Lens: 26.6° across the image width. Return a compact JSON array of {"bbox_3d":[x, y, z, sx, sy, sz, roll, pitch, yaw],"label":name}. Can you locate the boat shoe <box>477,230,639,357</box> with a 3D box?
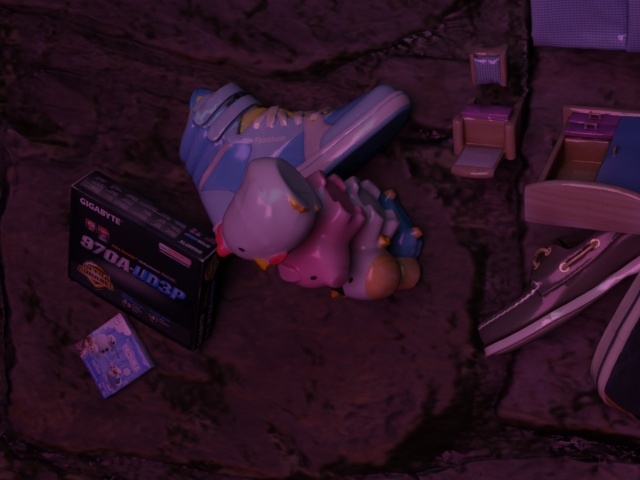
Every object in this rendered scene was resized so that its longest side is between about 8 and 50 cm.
[{"bbox_3d":[0.310,0.033,1.613,0.305,0.109,0.091,-34,80,14],"label":"boat shoe"}]

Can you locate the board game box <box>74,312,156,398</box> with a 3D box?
[{"bbox_3d":[-0.288,0.161,1.901,0.090,0.020,0.090,-35,80,18],"label":"board game box"}]

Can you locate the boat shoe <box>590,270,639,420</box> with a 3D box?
[{"bbox_3d":[0.451,0.016,1.452,0.156,0.187,0.500,46,131,37],"label":"boat shoe"}]

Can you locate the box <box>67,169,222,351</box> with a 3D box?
[{"bbox_3d":[-0.237,0.028,1.815,0.220,0.051,0.175,29,134,18],"label":"box"}]

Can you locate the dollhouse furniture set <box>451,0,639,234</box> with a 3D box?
[{"bbox_3d":[0.267,-0.197,1.501,0.286,0.198,0.303,7,125,21],"label":"dollhouse furniture set"}]

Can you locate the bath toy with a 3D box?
[{"bbox_3d":[0.000,0.000,1.604,0.129,0.348,0.151,-39,65,20],"label":"bath toy"}]

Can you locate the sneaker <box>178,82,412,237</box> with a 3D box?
[{"bbox_3d":[-0.054,-0.149,1.737,0.319,0.127,0.208,-36,81,19],"label":"sneaker"}]
